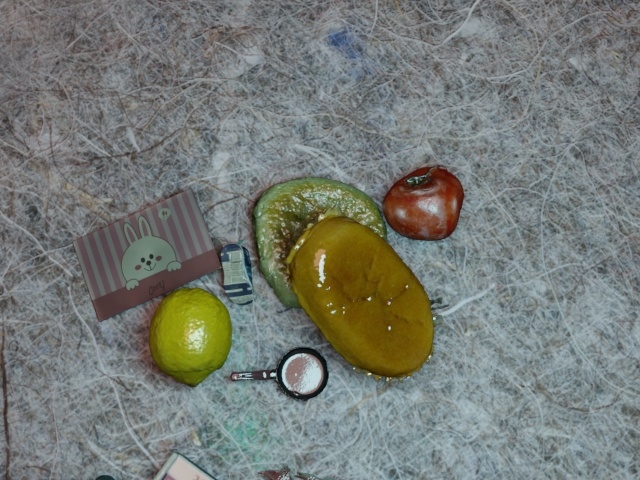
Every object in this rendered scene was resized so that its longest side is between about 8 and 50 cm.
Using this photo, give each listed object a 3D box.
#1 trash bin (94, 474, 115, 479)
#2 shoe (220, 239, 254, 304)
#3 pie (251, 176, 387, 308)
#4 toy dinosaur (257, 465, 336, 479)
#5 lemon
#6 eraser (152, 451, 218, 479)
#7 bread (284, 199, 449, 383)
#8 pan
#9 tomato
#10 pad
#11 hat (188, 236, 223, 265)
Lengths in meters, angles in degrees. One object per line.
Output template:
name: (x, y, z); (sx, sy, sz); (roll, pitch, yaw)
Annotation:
trash bin: (-0.495, 0.561, 1.594); (0.160, 0.175, 0.176); (-8, 75, 8)
shoe: (-0.178, 0.072, 1.767); (0.063, 0.071, 0.143); (-8, 101, 16)
pie: (0.000, 0.000, 1.792); (0.323, 0.070, 0.323); (1, 74, -5)
toy dinosaur: (-0.032, 0.528, 1.668); (0.220, 0.032, 0.108); (26, 72, -4)
lemon: (-0.269, 0.195, 1.680); (0.180, 0.180, 0.193); (28, 74, 6)
eraser: (-0.218, 0.558, 1.630); (0.279, 0.081, 0.124); (34, 77, 8)
bread: (0.085, 0.121, 1.649); (0.388, 0.183, 0.236); (44, 85, -14)
pan: (-0.087, 0.289, 1.724); (0.212, 0.040, 0.115); (-3, 76, -9)
tomato: (0.230, -0.078, 1.778); (0.187, 0.151, 0.187); (-15, 36, 11)
pad: (-0.386, 0.031, 1.781); (0.299, 0.005, 0.202); (-23, 77, 3)
hat: (-0.258, 0.025, 1.791); (0.087, 0.042, 0.058); (-36, 79, -10)
